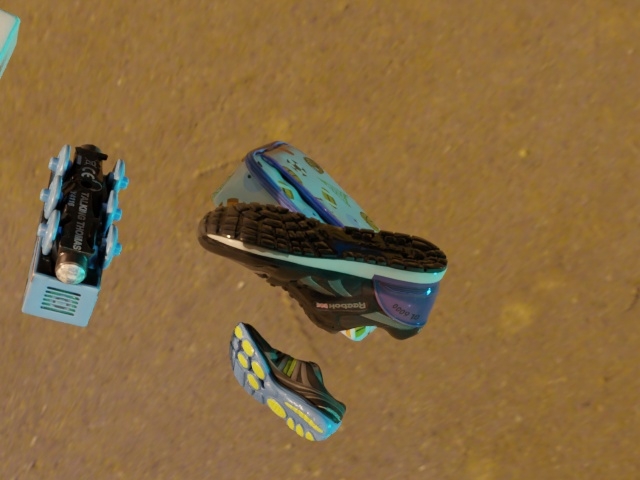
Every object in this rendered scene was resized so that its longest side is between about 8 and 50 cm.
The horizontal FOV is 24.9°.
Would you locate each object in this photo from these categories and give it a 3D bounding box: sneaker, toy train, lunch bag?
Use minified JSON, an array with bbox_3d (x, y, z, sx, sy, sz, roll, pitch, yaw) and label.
[{"bbox_3d":[-0.007,0.048,1.632,0.283,0.124,0.107,13,27,-4],"label":"sneaker"},{"bbox_3d":[-0.045,0.178,1.863,0.188,0.067,0.078,42,42,14],"label":"sneaker"},{"bbox_3d":[-0.232,-0.010,1.361,0.080,0.105,0.184,16,38,-16],"label":"toy train"},{"bbox_3d":[0.000,0.000,1.978,0.303,0.243,0.115,43,104,4],"label":"lunch bag"}]

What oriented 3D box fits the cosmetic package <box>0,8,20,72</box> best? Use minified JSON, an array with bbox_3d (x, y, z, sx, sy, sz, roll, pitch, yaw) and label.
[{"bbox_3d":[-0.541,-0.090,1.661,0.230,0.161,0.453,25,83,-10],"label":"cosmetic package"}]
